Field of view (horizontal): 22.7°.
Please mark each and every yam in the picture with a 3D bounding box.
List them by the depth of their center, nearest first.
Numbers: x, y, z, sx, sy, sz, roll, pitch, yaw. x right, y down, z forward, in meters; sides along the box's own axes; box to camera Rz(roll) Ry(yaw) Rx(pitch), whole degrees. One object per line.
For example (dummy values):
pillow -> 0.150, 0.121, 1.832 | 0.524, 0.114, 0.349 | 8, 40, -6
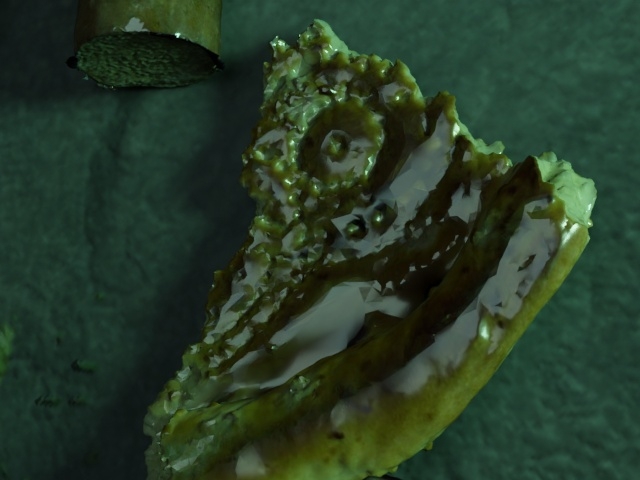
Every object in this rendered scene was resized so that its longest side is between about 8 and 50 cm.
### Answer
yam -> -0.087, -0.149, 0.856 | 0.084, 0.084, 0.127 | -2, 70, 20

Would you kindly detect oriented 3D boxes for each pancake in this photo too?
pancake -> 0.000, 0.000, 0.787 | 0.266, 0.057, 0.244 | -25, 66, 13

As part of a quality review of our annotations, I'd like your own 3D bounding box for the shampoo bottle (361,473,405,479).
shampoo bottle -> 0.123, 0.185, 0.614 | 0.323, 0.084, 0.129 | 12, 71, 44
